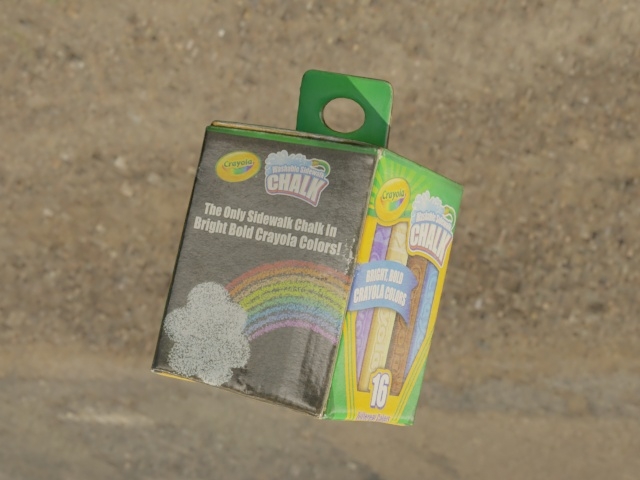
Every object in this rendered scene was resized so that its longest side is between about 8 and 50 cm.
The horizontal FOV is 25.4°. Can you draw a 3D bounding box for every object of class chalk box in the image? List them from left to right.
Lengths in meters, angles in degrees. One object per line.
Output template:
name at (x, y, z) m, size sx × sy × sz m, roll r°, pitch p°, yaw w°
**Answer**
chalk box at (0.000, 0.000, 0.909) m, size 0.132 × 0.213 × 0.132 m, roll 12°, pitch 176°, yaw 30°
